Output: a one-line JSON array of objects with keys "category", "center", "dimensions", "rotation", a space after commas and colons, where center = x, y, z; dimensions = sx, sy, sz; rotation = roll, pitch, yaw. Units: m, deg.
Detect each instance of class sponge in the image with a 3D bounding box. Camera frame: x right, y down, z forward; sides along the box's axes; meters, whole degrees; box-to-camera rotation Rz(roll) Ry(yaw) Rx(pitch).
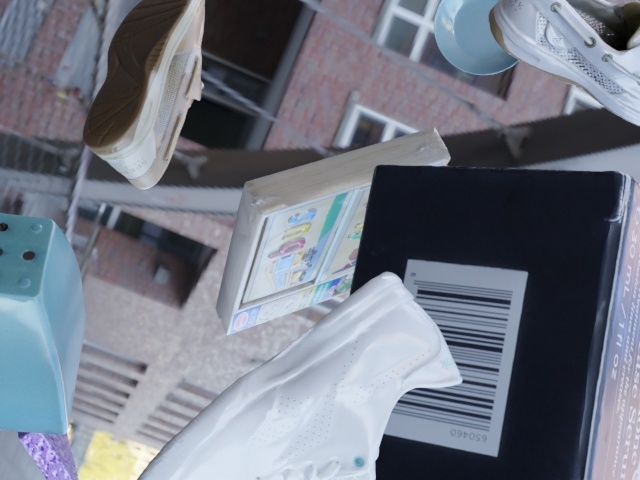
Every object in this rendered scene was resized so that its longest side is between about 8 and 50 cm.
[{"category": "sponge", "center": [-0.364, 0.252, 1.266], "dimensions": [0.031, 0.117, 0.210], "rotation": [-30, -156, -11]}]

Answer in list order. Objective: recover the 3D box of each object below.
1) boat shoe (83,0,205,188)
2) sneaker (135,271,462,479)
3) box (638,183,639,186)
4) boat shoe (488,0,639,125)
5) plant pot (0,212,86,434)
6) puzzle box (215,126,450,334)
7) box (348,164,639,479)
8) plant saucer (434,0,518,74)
[{"category": "boat shoe", "center": [-0.224, -0.224, 1.330], "dimensions": [0.122, 0.110, 0.341], "rotation": [-6, -128, 30]}, {"category": "sneaker", "center": [-0.013, 0.115, 0.554], "dimensions": [0.212, 0.094, 0.080], "rotation": [-38, 172, -5]}, {"category": "box", "center": [0.542, -0.019, 1.670], "dimensions": [0.170, 0.130, 0.091], "rotation": [-12, 150, -45]}, {"category": "boat shoe", "center": [0.310, -0.196, 0.985], "dimensions": [0.096, 0.277, 0.098], "rotation": [-50, -150, 44]}, {"category": "plant pot", "center": [-0.351, 0.082, 1.066], "dimensions": [0.234, 0.166, 0.165], "rotation": [109, -16, -50]}, {"category": "puzzle box", "center": [0.000, 0.000, 1.362], "dimensions": [0.409, 0.272, 0.052], "rotation": [112, -43, -62]}, {"category": "box", "center": [0.194, 0.133, 0.854], "dimensions": [0.395, 0.212, 0.293], "rotation": [28, 71, -57]}, {"category": "plant saucer", "center": [0.318, -0.415, 1.867], "dimensions": [0.037, 0.195, 0.195], "rotation": [-1, 115, -81]}]
